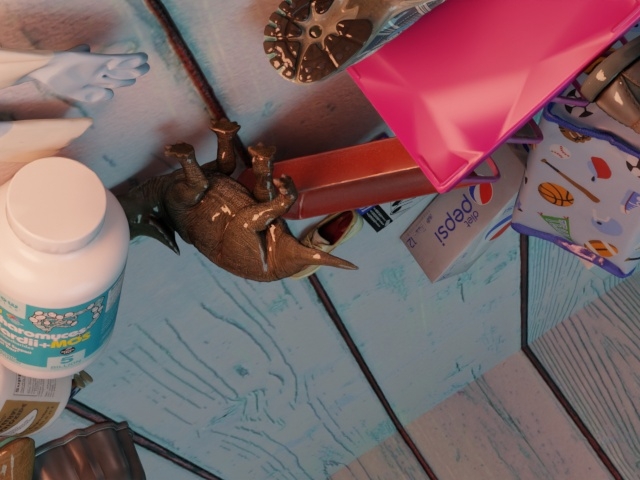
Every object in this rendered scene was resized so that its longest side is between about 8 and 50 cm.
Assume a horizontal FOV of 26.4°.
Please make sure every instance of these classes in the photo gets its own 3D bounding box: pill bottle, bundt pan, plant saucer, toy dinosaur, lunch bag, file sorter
[{"bbox_3d":[-0.384,0.151,1.500,0.131,0.131,0.229,-38,161,11],"label":"pill bottle"},{"bbox_3d":[-0.415,0.430,2.174,0.330,0.124,0.331,-31,161,-12],"label":"bundt pan"},{"bbox_3d":[0.041,-0.075,1.635,0.258,0.048,0.259,-11,173,19],"label":"plant saucer"},{"bbox_3d":[-0.092,-0.024,1.451,0.121,0.313,0.160,-53,158,-51],"label":"toy dinosaur"},{"bbox_3d":[0.450,-0.192,1.868,0.385,0.239,0.328,-59,170,-25],"label":"lunch bag"},{"bbox_3d":[0.209,-0.222,1.473,0.290,0.202,0.182,-43,163,25],"label":"file sorter"},{"bbox_3d":[-0.268,0.025,1.357,0.146,0.146,0.264,-26,159,-25],"label":"pill bottle"}]

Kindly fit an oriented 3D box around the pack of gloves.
[{"bbox_3d":[-0.272,-0.126,1.163,0.195,0.046,0.232,-30,166,34],"label":"pack of gloves"}]

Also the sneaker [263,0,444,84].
[{"bbox_3d":[0.066,-0.255,1.338,0.283,0.110,0.122,-32,180,3],"label":"sneaker"}]

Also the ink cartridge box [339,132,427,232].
[{"bbox_3d":[0.083,-0.076,1.868,0.097,0.046,0.207,-37,162,5],"label":"ink cartridge box"}]

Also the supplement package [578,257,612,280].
[{"bbox_3d":[0.517,-0.093,2.325,0.262,0.198,0.199,-38,162,11],"label":"supplement package"}]

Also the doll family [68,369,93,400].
[{"bbox_3d":[-0.362,0.198,1.755,0.111,0.076,0.193,-45,163,16],"label":"doll family"}]

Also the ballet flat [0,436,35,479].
[{"bbox_3d":[-0.514,0.423,1.980,0.342,0.124,0.116,-39,160,15],"label":"ballet flat"}]

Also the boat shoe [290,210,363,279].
[{"bbox_3d":[0.000,0.000,1.921,0.135,0.050,0.045,-43,159,-4],"label":"boat shoe"}]

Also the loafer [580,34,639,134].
[{"bbox_3d":[0.377,-0.185,1.413,0.267,0.084,0.096,-31,165,-33],"label":"loafer"}]

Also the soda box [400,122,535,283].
[{"bbox_3d":[0.248,-0.056,2.120,0.091,0.098,0.286,-17,155,-43],"label":"soda box"}]
